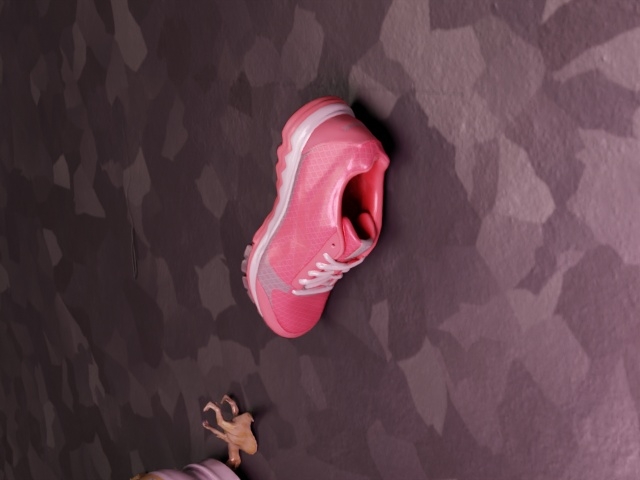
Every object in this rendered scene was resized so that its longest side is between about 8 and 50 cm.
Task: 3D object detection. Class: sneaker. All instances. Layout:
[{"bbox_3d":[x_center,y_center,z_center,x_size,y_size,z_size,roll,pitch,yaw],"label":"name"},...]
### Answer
[{"bbox_3d":[0.000,0.000,1.218,0.136,0.115,0.314,40,130,40],"label":"sneaker"}]

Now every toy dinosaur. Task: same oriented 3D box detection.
[{"bbox_3d":[-0.122,0.267,1.532,0.092,0.053,0.183,44,142,19],"label":"toy dinosaur"}]

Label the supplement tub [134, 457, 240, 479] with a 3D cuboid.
[{"bbox_3d":[-0.258,0.470,1.496,0.241,0.331,0.241,32,133,43],"label":"supplement tub"}]

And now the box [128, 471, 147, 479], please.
[{"bbox_3d":[-0.316,0.528,1.886,0.164,0.021,0.201,-39,68,52],"label":"box"}]
